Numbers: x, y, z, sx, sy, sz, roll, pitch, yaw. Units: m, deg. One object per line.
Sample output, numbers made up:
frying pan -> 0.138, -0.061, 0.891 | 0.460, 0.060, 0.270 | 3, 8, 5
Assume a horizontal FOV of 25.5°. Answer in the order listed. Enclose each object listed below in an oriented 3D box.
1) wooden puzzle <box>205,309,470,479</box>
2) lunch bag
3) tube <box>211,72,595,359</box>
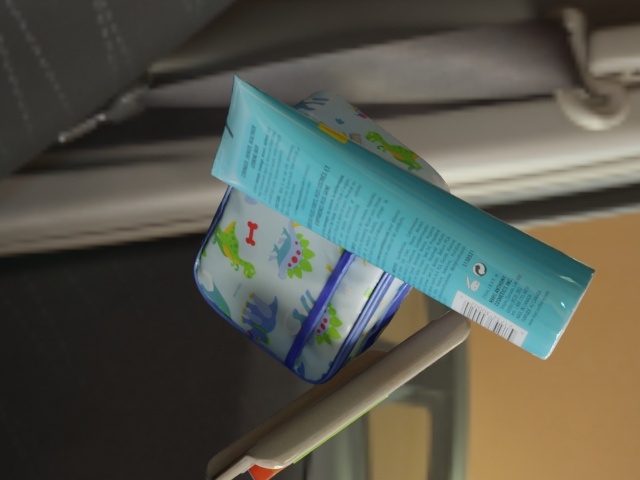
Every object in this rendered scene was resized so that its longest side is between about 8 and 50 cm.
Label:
wooden puzzle -> 0.013, 0.149, 1.245 | 0.044, 0.221, 0.239 | 56, -20, 1
lunch bag -> 0.000, 0.000, 1.181 | 0.090, 0.176, 0.219 | -30, 156, -51
tube -> 0.037, -0.010, 0.725 | 0.052, 0.207, 0.080 | -53, 168, -43
